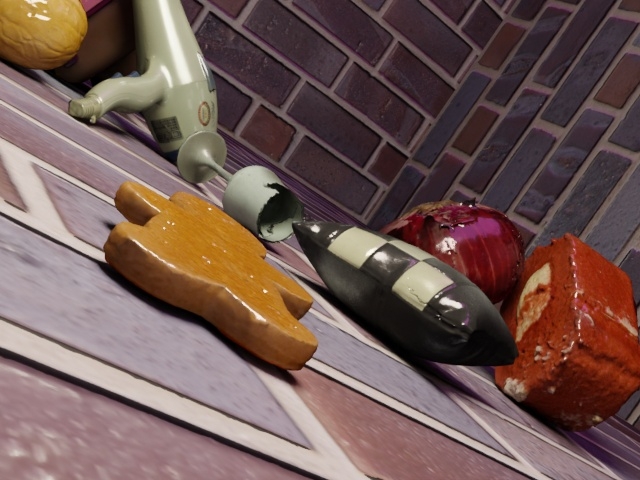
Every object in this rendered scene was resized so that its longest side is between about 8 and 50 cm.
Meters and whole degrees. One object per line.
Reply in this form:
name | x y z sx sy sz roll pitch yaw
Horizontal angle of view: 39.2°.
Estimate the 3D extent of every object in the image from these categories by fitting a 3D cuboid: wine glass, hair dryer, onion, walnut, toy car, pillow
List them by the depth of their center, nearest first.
pillow | 0.092 0.059 1.004 0.250 0.106 0.186 32 2 32
wine glass | -0.101 -0.067 1.115 0.079 0.079 0.195 30 5 -47
walnut | -0.378 -0.291 1.134 0.180 0.144 0.144 35 3 -38
hair dryer | -0.238 -0.269 1.200 0.119 0.296 0.298 -9 -9 20
onion | 0.181 0.049 1.334 0.252 0.219 0.252 -5 3 0
toy car | -0.336 -0.336 1.416 0.240 0.271 0.341 55 -1 -23

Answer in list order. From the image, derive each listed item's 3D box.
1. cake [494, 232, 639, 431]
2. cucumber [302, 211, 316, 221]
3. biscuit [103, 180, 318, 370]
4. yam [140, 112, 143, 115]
cake | 0.345 0.133 1.278 0.151 0.177 0.283 33 39 -20
cucumber | 0.000 0.000 1.444 0.163 0.043 0.039 40 -36 29
biscuit | -0.078 0.017 0.642 0.165 0.036 0.250 34 8 -15
yam | -0.269 -0.197 1.662 0.027 0.029 0.234 -11 40 -45
